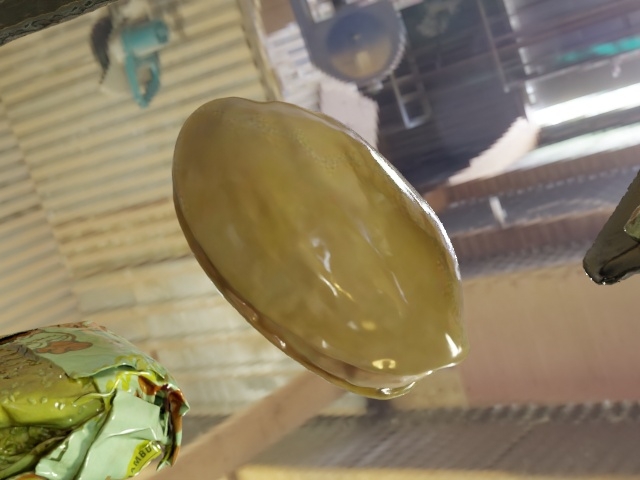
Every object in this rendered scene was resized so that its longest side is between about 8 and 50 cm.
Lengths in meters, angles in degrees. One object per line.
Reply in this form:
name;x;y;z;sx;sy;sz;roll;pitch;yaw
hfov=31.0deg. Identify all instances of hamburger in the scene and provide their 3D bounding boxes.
hamburger;-0.228;0.138;0.886;0.235;0.125;0.214;-9;-178;-18

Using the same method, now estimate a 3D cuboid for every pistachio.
pistachio;0.000;0.000;0.947;0.181;0.293;0.162;-43;-174;-29

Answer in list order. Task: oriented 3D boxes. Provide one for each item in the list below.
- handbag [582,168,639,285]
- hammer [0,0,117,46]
handbag;0.359;-0.097;0.846;0.303;0.122;0.329;-40;-163;55
hammer;-0.006;-0.095;0.290;0.246;0.103;0.029;-18;-159;2
